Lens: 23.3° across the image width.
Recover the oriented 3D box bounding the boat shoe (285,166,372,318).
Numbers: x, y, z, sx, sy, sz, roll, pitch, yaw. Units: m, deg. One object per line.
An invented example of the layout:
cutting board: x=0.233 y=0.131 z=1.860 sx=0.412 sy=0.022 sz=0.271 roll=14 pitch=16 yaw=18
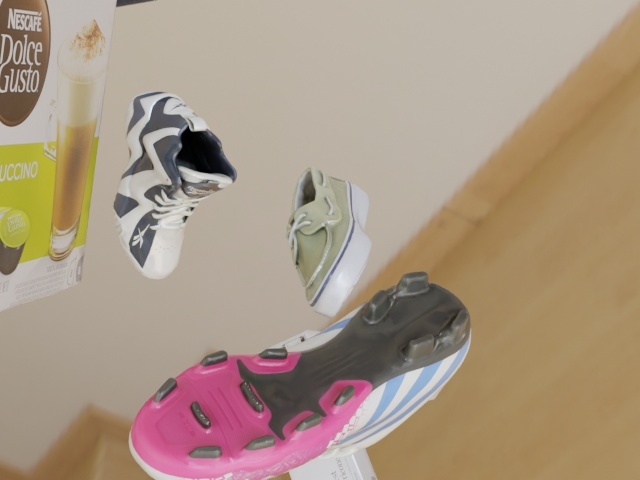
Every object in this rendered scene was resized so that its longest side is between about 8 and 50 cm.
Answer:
boat shoe: x=0.000 y=0.000 z=1.943 sx=0.109 sy=0.094 sz=0.302 roll=-58 pitch=11 yaw=20

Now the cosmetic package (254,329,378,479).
cosmetic package: x=-0.009 y=0.248 z=2.076 sx=0.099 sy=0.060 sz=0.239 roll=-27 pitch=75 yaw=19

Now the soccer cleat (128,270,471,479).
soccer cleat: x=-0.009 y=0.142 z=1.271 sx=0.116 sy=0.331 sz=0.143 roll=47 pitch=143 yaw=30

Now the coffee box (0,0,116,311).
coffee box: x=-0.419 y=-0.128 z=1.479 sx=0.337 sy=0.338 sz=0.334 roll=-26 pitch=-55 yaw=-78

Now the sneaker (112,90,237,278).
sneaker: x=-0.170 y=-0.053 z=1.859 sx=0.153 sy=0.094 sz=0.235 roll=25 pitch=110 yaw=51

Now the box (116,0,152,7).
box: x=-0.248 y=-0.362 z=1.999 sx=0.207 sy=0.108 sz=0.153 roll=-1 pitch=17 yaw=38
